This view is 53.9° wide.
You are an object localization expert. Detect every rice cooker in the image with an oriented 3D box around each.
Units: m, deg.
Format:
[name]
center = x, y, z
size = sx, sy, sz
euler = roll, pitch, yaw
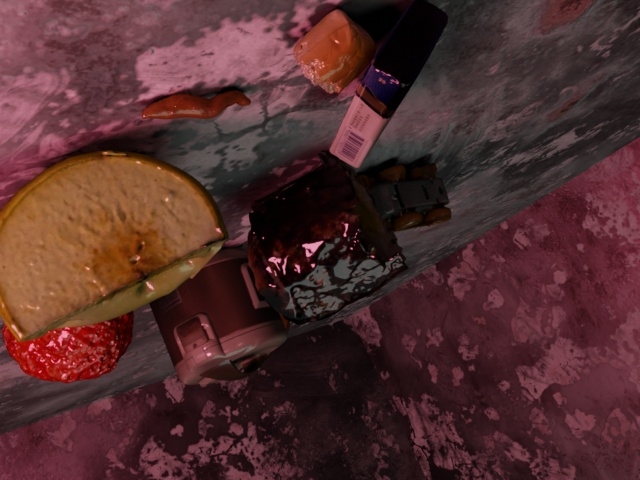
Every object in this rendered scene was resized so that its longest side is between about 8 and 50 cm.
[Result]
[rice cooker]
center = -0.269, 0.217, 1.689
size = 0.335, 0.325, 0.335
euler = -23, 166, -6

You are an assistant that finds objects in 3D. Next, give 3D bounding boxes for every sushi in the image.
[sushi]
center = 0.002, -0.001, 1.416
size = 0.294, 0.299, 0.281
euler = -32, 146, 16

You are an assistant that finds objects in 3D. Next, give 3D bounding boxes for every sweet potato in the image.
[sweet potato]
center = -0.177, -0.199, 0.931
size = 0.179, 0.044, 0.044
euler = -16, 163, -31

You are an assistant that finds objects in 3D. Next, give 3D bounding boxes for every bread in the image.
[bread]
center = 0.026, -0.271, 0.924
size = 0.106, 0.082, 0.125
euler = -33, 167, 19

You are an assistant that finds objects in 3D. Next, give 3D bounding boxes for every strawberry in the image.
[strawberry]
center = -0.495, 0.147, 1.268
size = 0.257, 0.257, 0.277
euler = -14, 142, -37

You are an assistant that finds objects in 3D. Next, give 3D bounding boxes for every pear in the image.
[pear]
center = -0.347, 0.001, 1.026
size = 0.342, 0.238, 0.318
euler = -27, 179, -15

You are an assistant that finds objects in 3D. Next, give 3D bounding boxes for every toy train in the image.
[toy train]
center = 0.188, -0.095, 1.691
size = 0.369, 0.163, 0.231
euler = -10, 173, -46

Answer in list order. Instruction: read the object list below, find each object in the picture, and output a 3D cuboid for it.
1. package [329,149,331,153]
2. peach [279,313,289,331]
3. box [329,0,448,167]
[package]
center = 0.064, -0.195, 1.378
size = 0.059, 0.029, 0.083
euler = -25, 157, 29
[peach]
center = -0.205, 0.253, 2.212
size = 0.214, 0.214, 0.235
euler = -18, 146, -25
[box]
center = 0.105, -0.248, 1.027
size = 0.168, 0.071, 0.259
euler = -58, -179, -24
